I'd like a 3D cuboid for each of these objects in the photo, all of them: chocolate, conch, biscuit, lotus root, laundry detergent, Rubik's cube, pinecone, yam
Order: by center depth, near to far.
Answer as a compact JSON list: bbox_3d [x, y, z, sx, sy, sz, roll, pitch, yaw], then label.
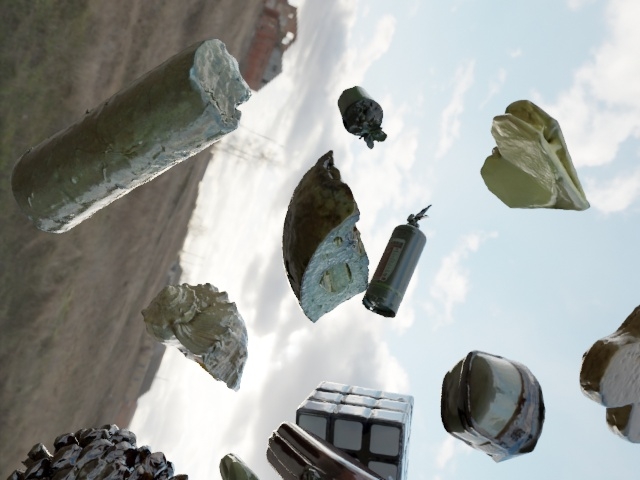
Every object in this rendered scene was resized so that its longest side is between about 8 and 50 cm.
[{"bbox_3d":[-0.187,-0.098,0.576,0.259,0.093,0.093,-24,-144,23],"label":"yam"},{"bbox_3d":[-0.379,0.453,0.961,0.298,0.296,0.242,-38,167,-34],"label":"pinecone"},{"bbox_3d":[-0.004,0.003,1.008,0.314,0.142,0.210,77,-9,-45],"label":"lotus root"},{"bbox_3d":[0.640,0.179,1.091,0.394,0.368,0.076,-50,-142,-7],"label":"biscuit"},{"bbox_3d":[-0.282,0.240,1.516,0.210,0.352,0.297,-48,-142,-4],"label":"conch"},{"bbox_3d":[0.430,0.436,1.568,0.283,0.186,0.283,-51,-151,45],"label":"chocolate"},{"bbox_3d":[0.098,0.598,1.671,0.305,0.304,0.300,0,95,-78],"label":"Rubik's cube"},{"bbox_3d":[-0.223,0.718,1.711,0.181,0.091,0.253,65,-20,-1],"label":"laundry detergent"}]

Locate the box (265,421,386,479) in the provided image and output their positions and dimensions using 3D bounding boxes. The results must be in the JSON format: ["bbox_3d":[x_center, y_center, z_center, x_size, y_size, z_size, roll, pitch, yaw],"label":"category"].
[{"bbox_3d":[0.032,0.476,1.152,0.108,0.263,0.404,-59,-167,-14],"label":"box"}]

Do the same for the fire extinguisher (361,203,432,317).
[{"bbox_3d":[0.192,0.038,1.416,0.118,0.093,0.294,-22,-143,60],"label":"fire extinguisher"}]

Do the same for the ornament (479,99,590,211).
[{"bbox_3d":[0.330,-0.105,0.885,0.059,0.180,0.201,-41,157,-11],"label":"ornament"}]

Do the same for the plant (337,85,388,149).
[{"bbox_3d":[0.052,-0.135,0.665,0.051,0.051,0.102,-61,-149,31],"label":"plant"}]
